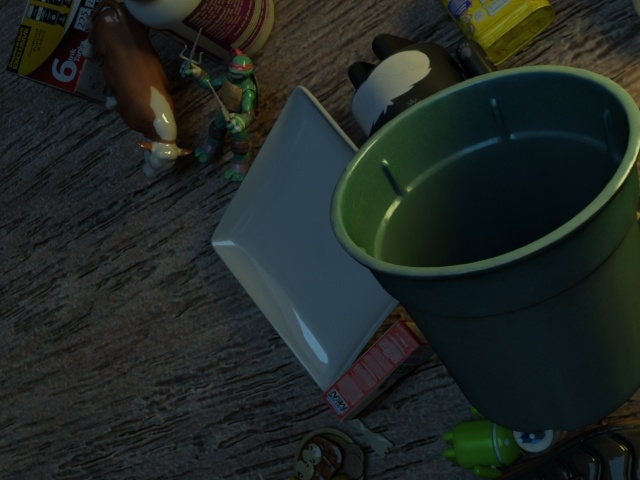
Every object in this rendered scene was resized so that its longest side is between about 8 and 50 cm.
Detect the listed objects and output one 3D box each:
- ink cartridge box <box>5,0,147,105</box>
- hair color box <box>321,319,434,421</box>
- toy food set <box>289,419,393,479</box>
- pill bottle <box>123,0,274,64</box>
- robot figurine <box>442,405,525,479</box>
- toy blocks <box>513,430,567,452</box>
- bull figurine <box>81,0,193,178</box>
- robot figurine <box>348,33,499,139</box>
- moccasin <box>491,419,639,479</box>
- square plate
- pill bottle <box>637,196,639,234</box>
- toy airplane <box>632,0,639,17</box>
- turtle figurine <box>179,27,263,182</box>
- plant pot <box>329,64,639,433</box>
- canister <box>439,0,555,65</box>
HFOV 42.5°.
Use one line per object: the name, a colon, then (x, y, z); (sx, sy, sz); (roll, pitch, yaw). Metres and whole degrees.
ink cartridge box: (-0.469, -0.439, 1.577); (0.271, 0.130, 0.310); (20, 93, 29)
hair color box: (0.090, 0.194, 1.220); (0.167, 0.093, 0.053); (-46, 66, 16)
toy food set: (0.011, 0.355, 1.269); (0.132, 0.038, 0.192); (37, 101, 26)
pill bottle: (-0.216, -0.409, 1.342); (0.169, 0.301, 0.169); (-4, 81, 26)
robot figurine: (0.230, 0.283, 1.149); (0.115, 0.067, 0.101); (-13, 54, 26)
toy blocks: (0.295, 0.214, 1.079); (0.054, 0.148, 0.123); (17, 91, 28)
bull figurine: (-0.323, -0.265, 1.426); (0.188, 0.101, 0.311); (23, 131, 52)
robot figurine: (0.156, -0.171, 1.194); (0.173, 0.209, 0.278); (-25, 67, -16)
moccasin: (0.342, 0.332, 1.051); (0.380, 0.147, 0.139); (-37, 59, 25)
square plate: (0.000, 0.000, 1.271); (0.347, 0.049, 0.344); (50, 126, 24)
pill bottle: (0.419, -0.006, 1.074); (0.169, 0.094, 0.094); (29, 97, 28)
toy airplane: (0.428, -0.534, 1.078); (0.384, 0.272, 0.386); (53, 144, 33)
turtle figurine: (-0.151, -0.222, 1.355); (0.175, 0.118, 0.234); (49, 143, 40)
plant pot: (0.233, 0.030, 0.973); (0.341, 0.334, 0.341); (-19, 37, 15)
canister: (0.248, -0.363, 1.224); (0.126, 0.073, 0.170); (-37, 67, 18)
